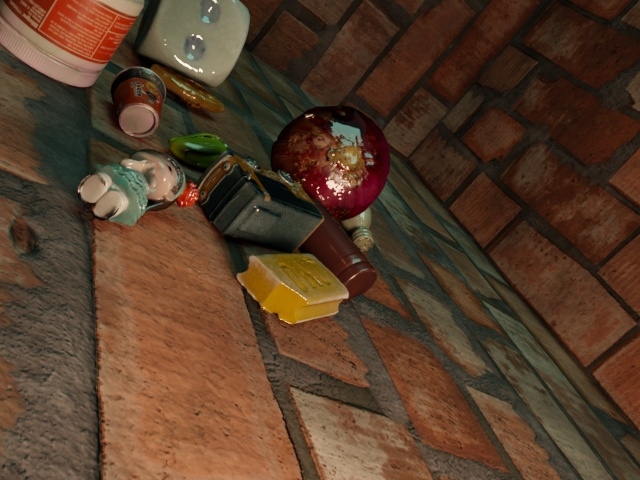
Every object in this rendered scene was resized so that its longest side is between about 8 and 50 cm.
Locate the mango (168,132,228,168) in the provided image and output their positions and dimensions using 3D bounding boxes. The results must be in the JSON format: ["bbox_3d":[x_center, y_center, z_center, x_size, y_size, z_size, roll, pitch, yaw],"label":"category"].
[{"bbox_3d":[-0.294,-0.215,1.463,0.165,0.074,0.091,0,48,-46],"label":"mango"}]

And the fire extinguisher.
[{"bbox_3d":[0.000,0.000,1.503,0.114,0.135,0.337,-22,56,-23],"label":"fire extinguisher"}]

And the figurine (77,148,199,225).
[{"bbox_3d":[-0.316,-0.088,1.065,0.138,0.110,0.245,50,20,-3],"label":"figurine"}]

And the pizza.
[{"bbox_3d":[-0.392,-0.436,1.801,0.246,0.058,0.127,21,26,-45],"label":"pizza"}]

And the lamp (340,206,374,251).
[{"bbox_3d":[0.114,-0.050,1.872,0.106,0.106,0.193,30,29,-30],"label":"lamp"}]

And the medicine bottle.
[{"bbox_3d":[-0.554,-0.509,1.343,0.252,0.241,0.252,36,17,-13],"label":"medicine bottle"}]

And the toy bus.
[{"bbox_3d":[-0.133,-0.080,1.365,0.275,0.138,0.167,19,30,-55],"label":"toy bus"}]

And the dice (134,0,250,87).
[{"bbox_3d":[-0.386,-0.629,1.834,0.264,0.262,0.268,21,5,-30],"label":"dice"}]

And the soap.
[{"bbox_3d":[-0.049,0.092,1.226,0.140,0.073,0.232,43,18,21],"label":"soap"}]

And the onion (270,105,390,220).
[{"bbox_3d":[0.008,-0.211,1.765,0.348,0.348,0.385,36,-17,-15],"label":"onion"}]

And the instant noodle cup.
[{"bbox_3d":[-0.410,-0.305,1.376,0.127,0.127,0.136,28,30,-35],"label":"instant noodle cup"}]
